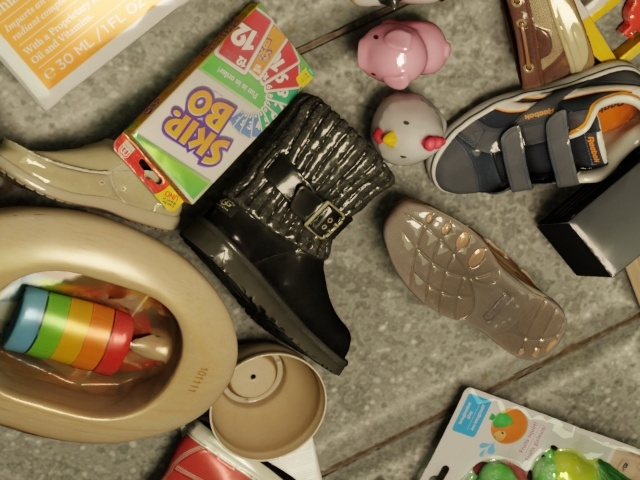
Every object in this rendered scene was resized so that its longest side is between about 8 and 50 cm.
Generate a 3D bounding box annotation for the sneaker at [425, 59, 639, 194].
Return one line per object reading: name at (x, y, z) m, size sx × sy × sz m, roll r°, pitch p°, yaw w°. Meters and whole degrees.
sneaker at (0.302, -0.134, 1.893) m, size 0.321 × 0.127 × 0.126 m, roll -25°, pitch 130°, yaw 1°

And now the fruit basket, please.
fruit basket at (0.307, 0.416, 2.121) m, size 0.353 × 0.165 × 0.327 m, roll 20°, pitch 105°, yaw -20°

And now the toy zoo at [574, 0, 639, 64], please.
toy zoo at (0.421, -0.360, 1.906) m, size 0.293 × 0.030 × 0.192 m, roll -39°, pitch 118°, yaw 2°

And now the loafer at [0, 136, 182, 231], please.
loafer at (-0.286, -0.086, 1.765) m, size 0.268 × 0.102 × 0.092 m, roll 18°, pitch 90°, yaw -37°

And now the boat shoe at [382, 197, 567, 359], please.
boat shoe at (0.201, 0.046, 1.961) m, size 0.123 × 0.116 × 0.324 m, roll -44°, pitch 116°, yaw 12°

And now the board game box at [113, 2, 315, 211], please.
board game box at (-0.131, -0.164, 1.772) m, size 0.259 × 0.039 × 0.124 m, roll -47°, pitch 118°, yaw -12°

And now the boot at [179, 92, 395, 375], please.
boot at (0.002, 0.001, 1.871) m, size 0.260 × 0.131 × 0.348 m, roll -48°, pitch 133°, yaw -10°

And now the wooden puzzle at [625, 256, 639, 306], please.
wooden puzzle at (0.549, 0.008, 2.097) m, size 0.221 × 0.044 × 0.239 m, roll -29°, pitch 122°, yaw -5°

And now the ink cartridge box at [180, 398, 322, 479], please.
ink cartridge box at (-0.092, 0.346, 2.040) m, size 0.189 × 0.066 × 0.232 m, roll -13°, pitch 94°, yaw -12°

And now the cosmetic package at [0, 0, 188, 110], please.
cosmetic package at (-0.368, -0.395, 1.572) m, size 0.230 × 0.161 × 0.453 m, roll -39°, pitch 117°, yaw 1°

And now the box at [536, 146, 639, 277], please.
box at (0.439, -0.068, 1.920) m, size 0.261 × 0.184 × 0.103 m, roll -39°, pitch 90°, yaw -4°

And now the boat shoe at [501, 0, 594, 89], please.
boat shoe at (0.231, -0.351, 1.798) m, size 0.123 × 0.123 × 0.342 m, roll -24°, pitch 110°, yaw 9°

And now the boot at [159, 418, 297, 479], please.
boot at (-0.119, 0.384, 1.969) m, size 0.244 × 0.088 × 0.176 m, roll 33°, pitch 88°, yaw -5°

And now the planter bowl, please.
planter bowl at (-0.083, 0.204, 1.938) m, size 0.162 × 0.109 × 0.162 m, roll -6°, pitch 113°, yaw -14°

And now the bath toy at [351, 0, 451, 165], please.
bath toy at (0.107, -0.255, 1.785) m, size 0.151 × 0.129 × 0.348 m, roll -8°, pitch 110°, yaw -15°

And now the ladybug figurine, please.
ladybug figurine at (-0.322, 0.092, 1.783) m, size 0.449 × 0.162 × 0.305 m, roll 22°, pitch 108°, yaw -25°
